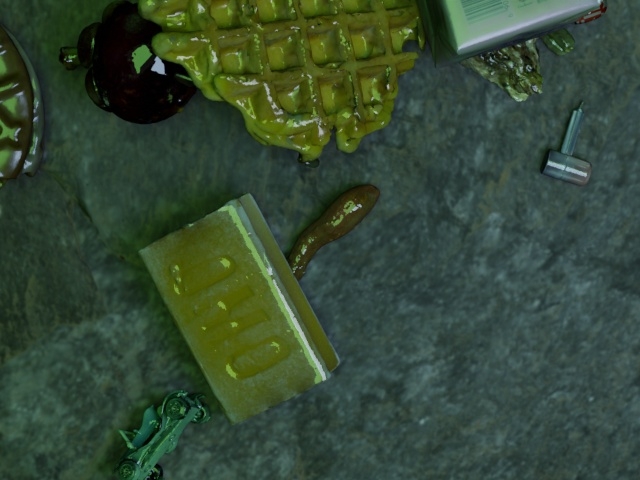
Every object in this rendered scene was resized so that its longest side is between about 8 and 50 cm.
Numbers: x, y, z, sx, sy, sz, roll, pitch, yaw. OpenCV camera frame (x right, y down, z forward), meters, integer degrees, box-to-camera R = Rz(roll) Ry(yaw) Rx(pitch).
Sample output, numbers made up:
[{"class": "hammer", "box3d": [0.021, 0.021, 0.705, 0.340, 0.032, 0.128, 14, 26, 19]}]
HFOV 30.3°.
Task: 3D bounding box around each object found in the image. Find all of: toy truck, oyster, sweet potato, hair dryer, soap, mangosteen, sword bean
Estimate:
[{"class": "toy truck", "box3d": [-0.230, 0.266, 1.655, 0.078, 0.080, 0.154, 39, 94, 26]}, {"class": "oyster", "box3d": [0.246, -0.265, 1.616, 0.165, 0.053, 0.108, 37, 92, 0]}, {"class": "sweet potato", "box3d": [0.000, 0.000, 1.643, 0.050, 0.050, 0.214, 43, 97, -1]}, {"class": "hair dryer", "box3d": [0.350, -0.137, 1.633, 0.063, 0.037, 0.114, 17, 86, -1]}, {"class": "soap", "box3d": [-0.112, 0.094, 1.616, 0.173, 0.089, 0.274, -28, 93, 16]}, {"class": "mangosteen", "box3d": [-0.243, -0.247, 1.582, 0.172, 0.172, 0.184, -42, 72, 3]}, {"class": "soap", "box3d": [0.229, -0.316, 1.498, 0.199, 0.182, 0.138, -19, 91, -1]}, {"class": "sword bean", "box3d": [0.256, -0.360, 1.621, 0.043, 0.038, 0.269, -38, 92, 28]}]

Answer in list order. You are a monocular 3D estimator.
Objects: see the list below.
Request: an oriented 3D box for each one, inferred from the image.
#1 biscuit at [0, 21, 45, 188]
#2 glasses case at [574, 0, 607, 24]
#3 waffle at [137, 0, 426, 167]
[{"class": "biscuit", "box3d": [-0.560, -0.213, 1.613, 0.366, 0.115, 0.268, 4, 93, 0]}, {"class": "glasses case", "box3d": [0.330, -0.388, 1.609, 0.073, 0.049, 0.195, -18, 92, 5]}, {"class": "waffle", "box3d": [-0.031, -0.313, 1.539, 0.382, 0.095, 0.380, 31, 70, -18]}]
